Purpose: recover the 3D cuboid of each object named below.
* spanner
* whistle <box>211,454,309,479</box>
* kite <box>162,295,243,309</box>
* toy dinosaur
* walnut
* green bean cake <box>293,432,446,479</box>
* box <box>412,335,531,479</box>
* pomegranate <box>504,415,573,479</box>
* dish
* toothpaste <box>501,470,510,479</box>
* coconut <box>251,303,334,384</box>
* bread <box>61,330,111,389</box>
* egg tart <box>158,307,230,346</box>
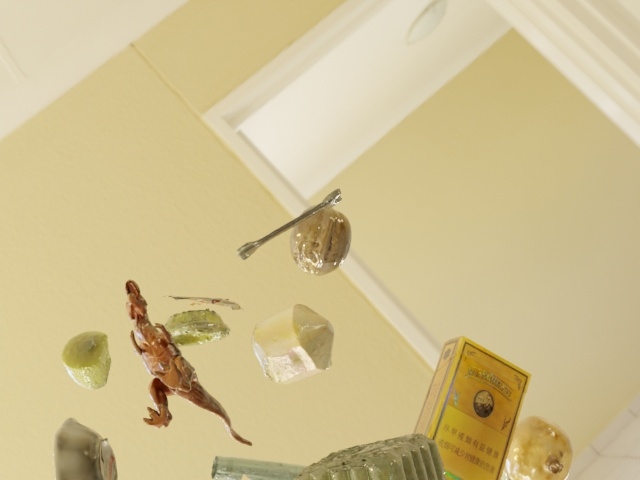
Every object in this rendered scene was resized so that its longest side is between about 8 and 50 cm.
[{"bbox_3d":[-0.057,-0.031,1.406,0.254,0.015,0.054,-32,-17,-22],"label":"spanner"},{"bbox_3d":[-0.116,0.584,1.821,0.062,0.312,0.062,-169,90,-74],"label":"whistle"},{"bbox_3d":[-0.228,0.128,1.487,0.190,0.010,0.159,15,-15,-32],"label":"kite"},{"bbox_3d":[-0.268,0.276,1.369,0.097,0.432,0.208,-28,12,4],"label":"toy dinosaur"},{"bbox_3d":[0.000,0.000,1.661,0.140,0.140,0.162,33,-109,-81],"label":"walnut"},{"bbox_3d":[0.073,0.354,1.078,0.183,0.094,0.185,-20,-12,29],"label":"green bean cake"},{"bbox_3d":[0.317,0.382,1.557,0.301,0.193,0.084,-66,13,-24],"label":"box"},{"bbox_3d":[0.540,0.531,1.800,0.196,0.196,0.196,-42,-9,-8],"label":"pomegranate"},{"bbox_3d":[-0.460,0.463,1.472,0.081,0.229,0.229,-15,-12,-3],"label":"dish"},{"bbox_3d":[0.543,0.715,2.085,0.047,0.268,0.069,-17,24,17],"label":"toothpaste"},{"bbox_3d":[-0.043,0.198,1.416,0.153,0.147,0.147,-23,-2,20],"label":"coconut"},{"bbox_3d":[-0.590,0.303,1.845,0.129,0.111,0.114,-88,-7,-53],"label":"bread"},{"bbox_3d":[-0.341,0.231,1.945,0.197,0.078,0.197,-8,-17,-3],"label":"egg tart"}]
